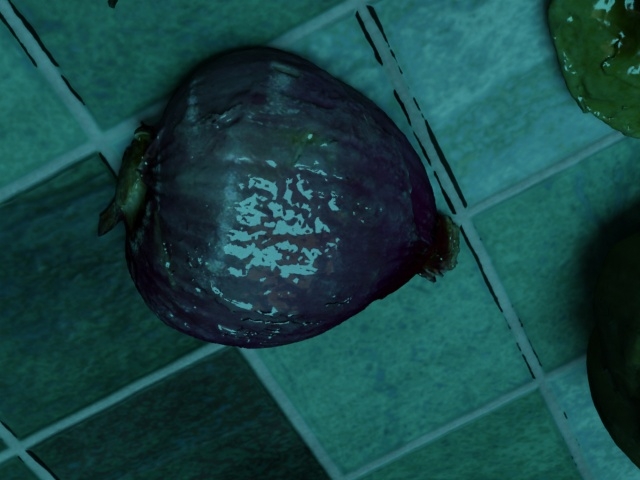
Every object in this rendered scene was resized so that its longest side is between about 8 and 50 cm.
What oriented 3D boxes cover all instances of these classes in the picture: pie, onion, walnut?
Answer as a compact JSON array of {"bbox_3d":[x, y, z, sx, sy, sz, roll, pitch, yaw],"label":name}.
[{"bbox_3d":[0.335,-0.210,0.927,0.306,0.071,0.306,-6,122,-9],"label":"pie"},{"bbox_3d":[0.000,0.000,0.925,0.348,0.159,0.267,13,121,-20],"label":"onion"},{"bbox_3d":[0.392,0.120,1.032,0.253,0.277,0.282,-48,133,8],"label":"walnut"}]

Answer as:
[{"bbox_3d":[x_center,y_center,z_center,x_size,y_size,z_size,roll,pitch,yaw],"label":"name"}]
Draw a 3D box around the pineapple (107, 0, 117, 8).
[{"bbox_3d":[-0.076,-0.232,0.799,0.221,0.083,0.103,-2,122,-10],"label":"pineapple"}]
